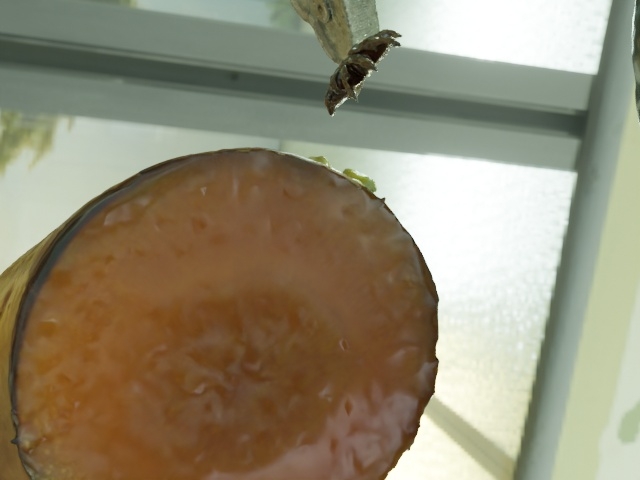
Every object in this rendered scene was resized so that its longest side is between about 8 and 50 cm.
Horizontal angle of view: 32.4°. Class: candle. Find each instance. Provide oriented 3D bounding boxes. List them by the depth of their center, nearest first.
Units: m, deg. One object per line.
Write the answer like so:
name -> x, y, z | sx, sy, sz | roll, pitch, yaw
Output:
candle -> 0.027, -0.378, 1.730 | 0.192, 0.068, 0.168 | 54, -26, 11

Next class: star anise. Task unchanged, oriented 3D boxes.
star anise -> 0.051, -0.225, 1.420 | 0.141, 0.042, 0.141 | -46, -164, 17

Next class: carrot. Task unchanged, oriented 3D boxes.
carrot -> -0.101, 0.087, 0.586 | 0.214, 0.193, 0.331 | -49, -168, -25

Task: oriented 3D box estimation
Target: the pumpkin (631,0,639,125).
pumpkin -> 0.331, -0.110, 0.627 | 0.207, 0.300, 0.300 | -169, -96, -80

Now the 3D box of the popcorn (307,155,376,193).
popcorn -> -0.002, -0.002, 1.398 | 0.218, 0.170, 0.189 | -108, -157, -44
